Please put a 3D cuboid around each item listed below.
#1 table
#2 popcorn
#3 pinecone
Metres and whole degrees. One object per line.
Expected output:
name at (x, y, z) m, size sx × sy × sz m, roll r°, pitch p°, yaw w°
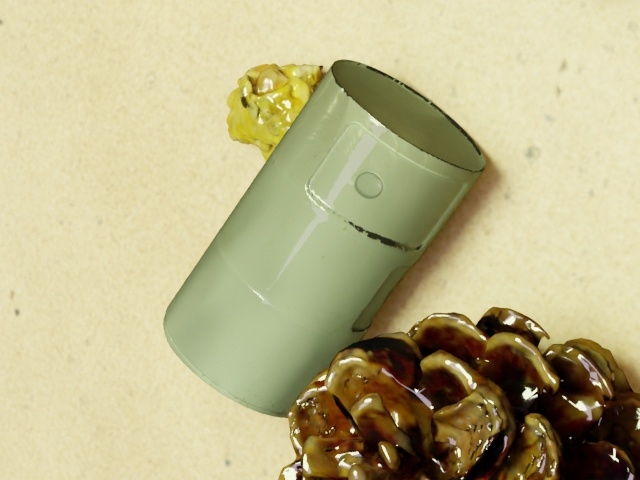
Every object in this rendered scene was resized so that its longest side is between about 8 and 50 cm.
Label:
table at (0.000, 0.000, 1.015) m, size 0.126 × 0.126 × 0.220 m, roll 44°, pitch 112°, yaw 24°
popcorn at (-0.024, -0.099, 1.073) m, size 0.084 × 0.084 × 0.084 m, roll 1°, pitch 92°, yaw 32°
pinecone at (0.093, 0.153, 0.891) m, size 0.243 × 0.257 × 0.243 m, roll 0°, pitch 79°, yaw 1°
